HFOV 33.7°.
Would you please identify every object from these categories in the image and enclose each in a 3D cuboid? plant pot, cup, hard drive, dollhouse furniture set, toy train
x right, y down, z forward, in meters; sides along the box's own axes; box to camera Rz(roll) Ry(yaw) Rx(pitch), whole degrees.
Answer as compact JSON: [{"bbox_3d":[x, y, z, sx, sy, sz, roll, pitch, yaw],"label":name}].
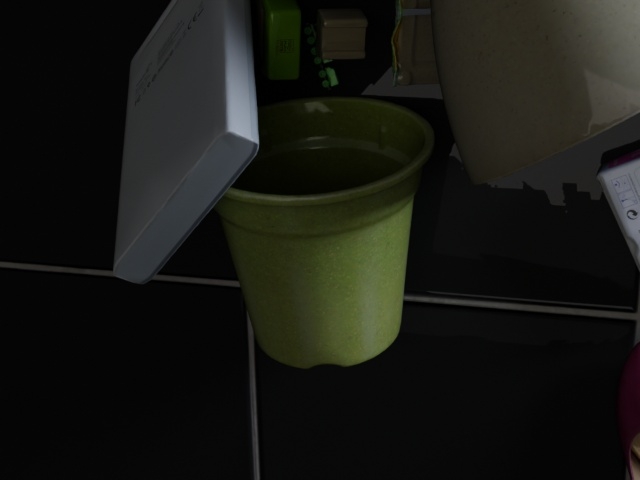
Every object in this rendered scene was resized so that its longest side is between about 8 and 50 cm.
[{"bbox_3d":[0.000,0.000,1.232,0.276,0.276,0.253,3,120,16],"label":"plant pot"},{"bbox_3d":[0.237,-0.235,1.030,0.331,0.331,0.237,-29,93,23],"label":"cup"},{"bbox_3d":[-0.150,-0.154,1.161,0.047,0.353,0.233,23,129,-27],"label":"hard drive"},{"bbox_3d":[0.077,-0.290,1.199,0.302,0.151,0.197,-3,116,-12],"label":"dollhouse furniture set"},{"bbox_3d":[0.003,-0.223,1.271,0.024,0.017,0.083,-16,102,11],"label":"toy train"}]

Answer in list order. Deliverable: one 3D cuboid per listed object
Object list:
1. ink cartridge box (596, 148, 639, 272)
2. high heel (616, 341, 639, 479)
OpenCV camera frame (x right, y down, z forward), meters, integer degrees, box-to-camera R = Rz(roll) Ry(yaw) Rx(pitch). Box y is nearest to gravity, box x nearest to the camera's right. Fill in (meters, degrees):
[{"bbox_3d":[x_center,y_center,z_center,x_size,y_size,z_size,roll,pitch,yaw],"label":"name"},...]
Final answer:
[{"bbox_3d":[0.486,-0.053,1.153,0.311,0.065,0.185,-22,100,25],"label":"ink cartridge box"},{"bbox_3d":[0.421,0.309,1.225,0.127,0.181,0.377,-14,103,21],"label":"high heel"}]
